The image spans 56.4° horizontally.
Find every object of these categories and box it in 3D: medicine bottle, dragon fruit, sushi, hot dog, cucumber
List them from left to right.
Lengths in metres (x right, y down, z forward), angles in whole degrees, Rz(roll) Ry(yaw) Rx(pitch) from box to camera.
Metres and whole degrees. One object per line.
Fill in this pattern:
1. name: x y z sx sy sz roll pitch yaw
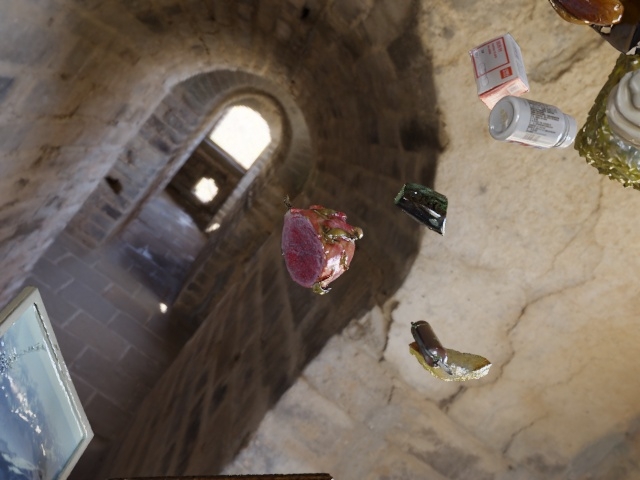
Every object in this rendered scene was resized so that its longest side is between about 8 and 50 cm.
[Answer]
1. dragon fruit: 0.000 0.000 1.591 0.147 0.211 0.282 -9 73 -36
2. cucumber: 0.317 -0.091 1.796 0.193 0.115 0.086 30 36 -7
3. hot dog: 0.254 0.252 1.206 0.168 0.061 0.078 15 30 7
4. medicine bottle: 0.371 -0.201 1.040 0.140 0.079 0.079 6 19 -23
5. hot dog: 0.462 -0.480 1.056 0.194 0.107 0.326 88 -7 -47
6. sushi: 0.772 -0.274 1.248 0.351 0.397 0.240 28 5 11

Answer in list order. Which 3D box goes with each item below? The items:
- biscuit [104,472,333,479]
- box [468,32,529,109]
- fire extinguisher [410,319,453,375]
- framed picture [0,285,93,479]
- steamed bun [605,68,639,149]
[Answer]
1. biscuit: -0.162 0.443 0.969 0.388 0.107 0.073 0 24 -2
2. box: 0.530 -0.505 1.778 0.099 0.133 0.182 28 52 -45
3. fire extinguisher: 0.204 0.196 1.115 0.064 0.043 0.158 37 9 -12
4. framed picture: -0.436 0.269 0.859 0.022 0.335 0.247 5 34 11
5. steamed bun: 0.415 -0.147 0.657 0.183 0.182 0.106 -40 119 -85
